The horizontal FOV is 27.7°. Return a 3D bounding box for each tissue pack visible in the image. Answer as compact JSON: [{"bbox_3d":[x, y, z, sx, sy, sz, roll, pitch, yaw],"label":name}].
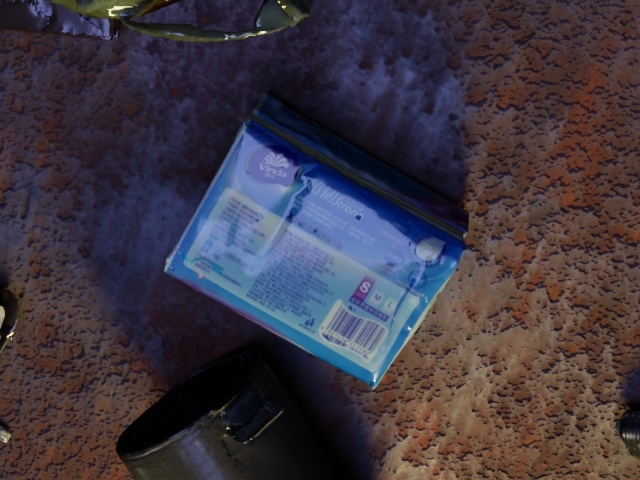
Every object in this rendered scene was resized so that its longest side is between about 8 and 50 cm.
[{"bbox_3d":[0.000,0.000,1.384,0.263,0.146,0.198,30,112,-3],"label":"tissue pack"}]

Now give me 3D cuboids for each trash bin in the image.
[{"bbox_3d":[-0.077,0.298,1.492,0.252,0.203,0.301,-14,113,50],"label":"trash bin"}]

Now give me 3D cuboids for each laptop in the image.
[{"bbox_3d":[-0.283,-0.320,1.363,0.154,0.026,0.207,7,112,8],"label":"laptop"}]

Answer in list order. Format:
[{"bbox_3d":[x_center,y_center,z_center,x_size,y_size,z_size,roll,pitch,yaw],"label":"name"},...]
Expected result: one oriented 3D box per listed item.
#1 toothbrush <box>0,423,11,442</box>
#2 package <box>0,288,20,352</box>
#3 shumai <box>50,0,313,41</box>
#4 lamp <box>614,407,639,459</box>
[{"bbox_3d":[-0.466,0.192,1.608,0.194,0.014,0.017,34,110,-6],"label":"toothbrush"},{"bbox_3d":[-0.494,0.170,1.535,0.165,0.221,0.311,11,112,-41],"label":"package"},{"bbox_3d":[-0.150,-0.343,1.181,0.395,0.395,0.348,20,135,0],"label":"shumai"},{"bbox_3d":[0.497,0.235,1.413,0.314,0.182,0.182,-16,110,36],"label":"lamp"}]
